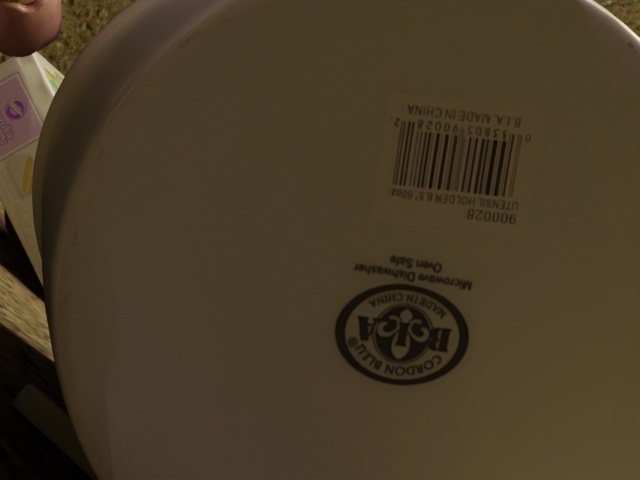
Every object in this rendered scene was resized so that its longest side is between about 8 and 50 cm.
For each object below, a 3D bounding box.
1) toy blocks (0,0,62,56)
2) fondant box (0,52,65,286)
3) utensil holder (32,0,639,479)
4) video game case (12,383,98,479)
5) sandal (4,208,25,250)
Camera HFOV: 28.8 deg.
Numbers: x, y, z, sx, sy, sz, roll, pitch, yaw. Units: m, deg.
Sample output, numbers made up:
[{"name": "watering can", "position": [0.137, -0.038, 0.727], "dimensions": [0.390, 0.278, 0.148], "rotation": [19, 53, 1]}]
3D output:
[{"name": "toy blocks", "position": [-0.363, -0.168, 0.787], "dimensions": [0.288, 0.309, 0.260], "rotation": [50, -33, 15]}, {"name": "fondant box", "position": [-0.228, -0.029, 1.288], "dimensions": [0.238, 0.096, 0.330], "rotation": [61, 1, 15]}, {"name": "utensil holder", "position": [0.000, 0.000, 0.708], "dimensions": [0.327, 0.327, 0.385], "rotation": [40, 0, -15]}, {"name": "video game case", "position": [-0.089, 0.141, 0.703], "dimensions": [0.157, 0.019, 0.143], "rotation": [39, -3, 14]}, {"name": "sandal", "position": [-0.308, -0.015, 1.366], "dimensions": [0.090, 0.060, 0.219], "rotation": [60, -4, 38]}]
